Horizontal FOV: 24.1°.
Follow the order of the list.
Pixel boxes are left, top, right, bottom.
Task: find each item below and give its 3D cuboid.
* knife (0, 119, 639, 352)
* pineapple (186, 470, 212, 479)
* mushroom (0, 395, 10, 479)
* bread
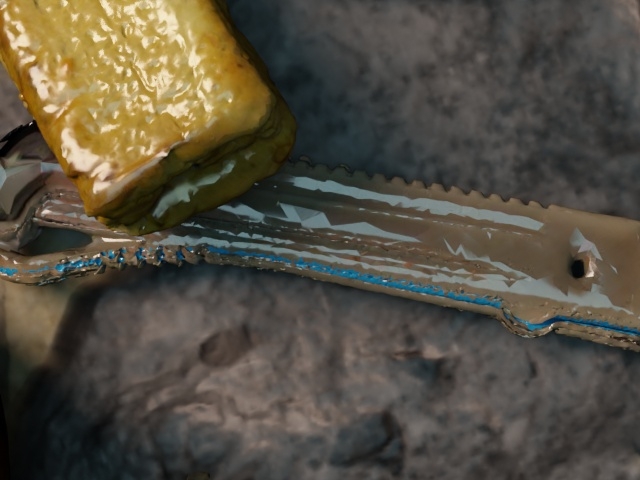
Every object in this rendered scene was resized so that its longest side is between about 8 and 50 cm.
[{"bbox_3d":[0.000,0.000,0.743,0.365,0.043,0.089,9,89,0],"label":"knife"},{"bbox_3d":[-0.081,0.227,0.705,0.111,0.119,0.237,15,92,-20],"label":"pineapple"},{"bbox_3d":[-0.311,0.115,0.622,0.345,0.345,0.260,-27,125,1],"label":"mushroom"},{"bbox_3d":[-0.102,-0.104,0.705,0.114,0.083,0.211,-28,72,-8],"label":"bread"}]
